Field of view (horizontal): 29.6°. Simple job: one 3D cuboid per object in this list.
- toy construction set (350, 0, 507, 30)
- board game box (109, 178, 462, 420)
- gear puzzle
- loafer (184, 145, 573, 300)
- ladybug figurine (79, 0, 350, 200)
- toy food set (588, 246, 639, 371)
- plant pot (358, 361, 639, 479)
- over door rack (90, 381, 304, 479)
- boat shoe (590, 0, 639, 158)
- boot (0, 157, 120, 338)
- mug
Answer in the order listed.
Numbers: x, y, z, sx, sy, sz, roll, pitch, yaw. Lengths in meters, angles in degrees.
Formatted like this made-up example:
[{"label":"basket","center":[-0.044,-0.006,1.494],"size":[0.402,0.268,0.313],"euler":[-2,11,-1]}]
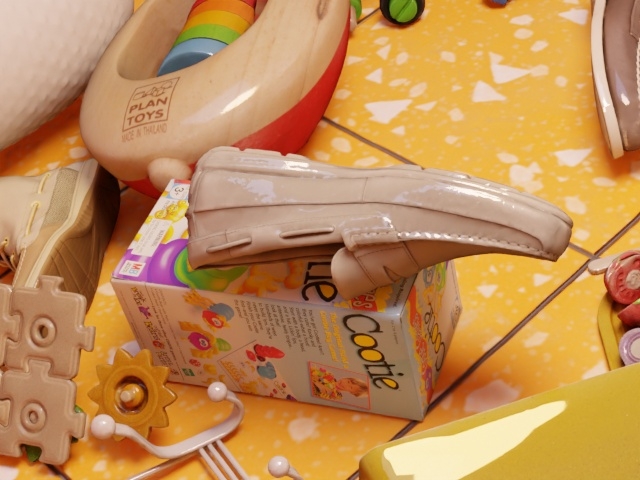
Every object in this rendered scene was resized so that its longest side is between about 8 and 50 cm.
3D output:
[{"label":"toy construction set","center":[0.136,-0.455,1.511],"size":[0.257,0.309,0.237],"euler":[-4,38,1]},{"label":"board game box","center":[-0.026,0.049,1.117],"size":[0.275,0.144,0.142],"euler":[6,46,22]},{"label":"gear puzzle","center":[-0.281,0.117,1.142],"size":[0.338,0.044,0.176],"euler":[6,89,22]},{"label":"loafer","center":[0.041,-0.004,0.985],"size":[0.319,0.112,0.112],"euler":[6,83,20]},{"label":"ladybug figurine","center":[-0.102,-0.184,1.354],"size":[0.305,0.162,0.449],"euler":[-10,37,26]},{"label":"toy food set","center":[0.308,0.053,1.068],"size":[0.128,0.071,0.218],"euler":[-11,42,5]},{"label":"plant pot","center":[0.156,0.239,0.815],"size":[0.212,0.212,0.187],"euler":[-16,52,-12]},{"label":"over door rack","center":[-0.154,0.262,0.957],"size":[0.324,0.108,0.239],"euler":[-30,43,-15]},{"label":"boat shoe","center":[0.342,-0.206,1.306],"size":[0.096,0.117,0.324],"euler":[-5,37,16]},{"label":"boot","center":[-0.339,0.011,1.286],"size":[0.203,0.095,0.262],"euler":[-4,42,12]},{"label":"mug","center":[-0.417,-0.241,1.450],"size":[0.328,0.276,0.374],"euler":[-38,7,-39]}]
